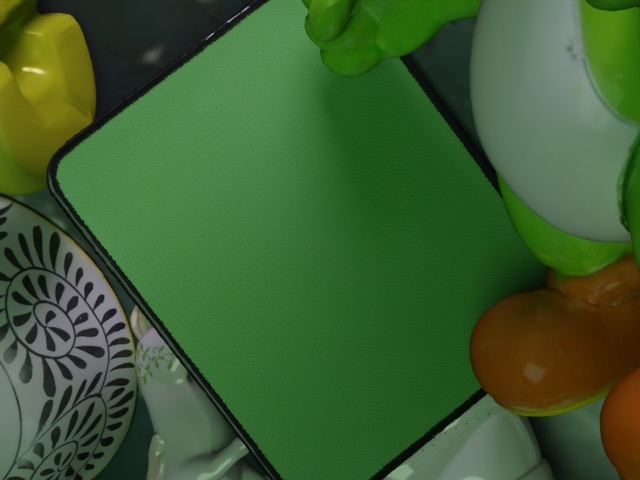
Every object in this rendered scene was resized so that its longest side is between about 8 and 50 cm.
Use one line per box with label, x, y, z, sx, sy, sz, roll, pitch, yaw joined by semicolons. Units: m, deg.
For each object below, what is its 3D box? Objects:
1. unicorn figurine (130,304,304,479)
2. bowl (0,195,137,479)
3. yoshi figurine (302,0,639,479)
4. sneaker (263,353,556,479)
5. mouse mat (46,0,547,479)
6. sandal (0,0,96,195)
unicorn figurine;-0.052;0.086;0.783;0.111;0.162;0.060;-26;140;27
bowl;-0.176;0.067;0.825;0.170;0.080;0.170;6;115;13
yoshi figurine;0.068;-0.092;0.628;0.204;0.203;0.362;-5;109;20
sneaker;-0.003;0.113;0.810;0.212;0.080;0.094;-24;91;18
mouse mat;0.000;0.000;0.741;0.153;0.007;0.189;-38;97;-10
sandal;-0.207;-0.156;0.719;0.138;0.126;0.317;-8;108;23
